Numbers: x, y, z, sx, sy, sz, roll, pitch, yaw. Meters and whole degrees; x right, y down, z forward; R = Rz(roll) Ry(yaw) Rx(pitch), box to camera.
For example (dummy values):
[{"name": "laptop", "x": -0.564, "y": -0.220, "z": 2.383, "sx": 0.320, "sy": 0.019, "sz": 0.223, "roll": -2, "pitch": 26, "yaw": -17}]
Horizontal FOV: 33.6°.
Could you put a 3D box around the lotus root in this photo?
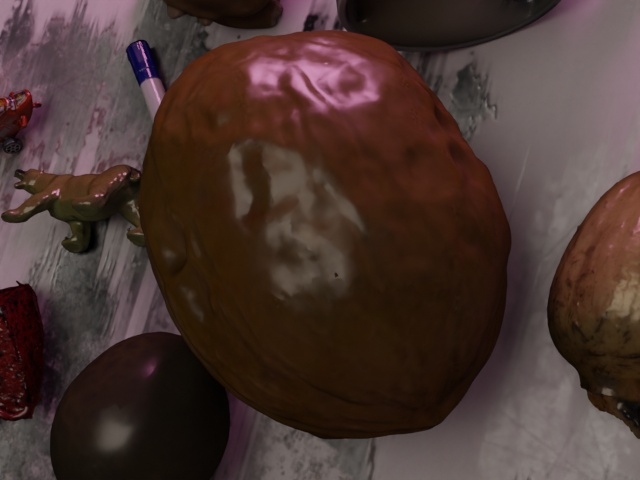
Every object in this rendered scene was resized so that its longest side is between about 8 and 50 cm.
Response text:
[{"name": "lotus root", "x": 0.280, "y": 0.036, "z": 0.944, "sx": 0.154, "sy": 0.140, "sz": 0.256, "roll": -13, "pitch": 54, "yaw": 68}]

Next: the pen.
[{"name": "pen", "x": -0.187, "y": -0.134, "z": 1.305, "sx": 0.033, "sy": 0.033, "sz": 0.269, "roll": -32, "pitch": 65, "yaw": 19}]

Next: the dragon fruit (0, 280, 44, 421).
[{"name": "dragon fruit", "x": -0.408, "y": 0.144, "z": 1.314, "sx": 0.121, "sy": 0.127, "sz": 0.161, "roll": -15, "pitch": 96, "yaw": 10}]

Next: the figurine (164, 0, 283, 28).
[{"name": "figurine", "x": -0.145, "y": -0.350, "z": 1.252, "sx": 0.247, "sy": 0.173, "sz": 0.177, "roll": 42, "pitch": 100, "yaw": 30}]

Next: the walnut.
[{"name": "walnut", "x": 0.000, "y": 0.000, "z": 0.983, "sx": 0.308, "sy": 0.354, "sz": 0.397, "roll": -29, "pitch": 67, "yaw": -7}]

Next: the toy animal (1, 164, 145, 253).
[{"name": "toy animal", "x": -0.302, "y": -0.051, "z": 1.325, "sx": 0.219, "sy": 0.103, "sz": 0.101, "roll": -6, "pitch": 56, "yaw": 30}]

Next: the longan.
[{"name": "longan", "x": -0.190, "y": 0.202, "z": 1.137, "sx": 0.212, "sy": 0.198, "sz": 0.198, "roll": -45, "pitch": 59, "yaw": -10}]

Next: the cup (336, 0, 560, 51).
[{"name": "cup", "x": 0.154, "y": -0.393, "z": 1.080, "sx": 0.323, "sy": 0.237, "sz": 0.326, "roll": -5, "pitch": 73, "yaw": -2}]

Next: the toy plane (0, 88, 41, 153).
[{"name": "toy plane", "x": -0.452, "y": -0.130, "z": 1.432, "sx": 0.126, "sy": 0.077, "sz": 0.194, "roll": 41, "pitch": 107, "yaw": 34}]
